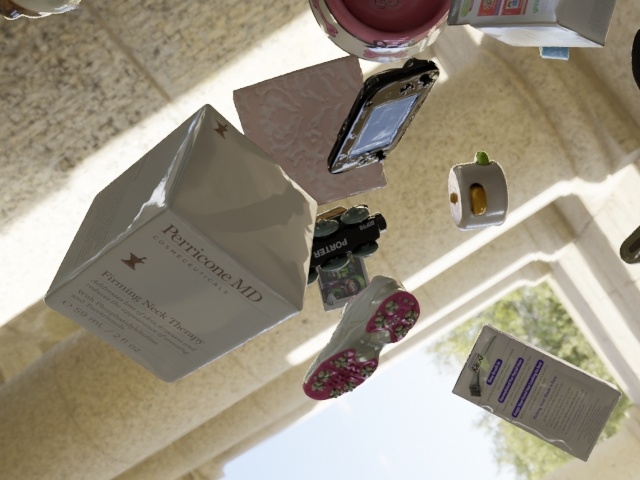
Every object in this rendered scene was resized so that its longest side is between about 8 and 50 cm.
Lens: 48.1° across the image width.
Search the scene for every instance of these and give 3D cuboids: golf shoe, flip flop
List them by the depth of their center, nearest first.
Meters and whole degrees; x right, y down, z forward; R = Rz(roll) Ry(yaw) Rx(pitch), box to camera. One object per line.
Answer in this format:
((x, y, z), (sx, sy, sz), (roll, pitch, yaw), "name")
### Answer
((0.073, 0.199, 1.476), (0.115, 0.306, 0.140), (37, -167, -31), "golf shoe")
((0.856, -0.048, 1.849), (0.080, 0.277, 0.112), (16, -138, -17), "flip flop")

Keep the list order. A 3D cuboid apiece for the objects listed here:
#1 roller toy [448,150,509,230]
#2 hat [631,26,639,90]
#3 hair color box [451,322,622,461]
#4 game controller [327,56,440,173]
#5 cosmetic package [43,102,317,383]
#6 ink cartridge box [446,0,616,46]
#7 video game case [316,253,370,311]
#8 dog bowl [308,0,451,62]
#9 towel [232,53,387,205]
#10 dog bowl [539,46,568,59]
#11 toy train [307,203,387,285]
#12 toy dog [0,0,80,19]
((0.436, -0.124, 2.018), (0.191, 0.146, 0.209), (83, 180, -52), "roller toy")
((0.913, -0.466, 1.818), (0.331, 0.331, 0.134), (56, 178, -6), "hat")
((0.505, 0.353, 1.703), (0.338, 0.185, 0.110), (26, -175, 12), "hair color box")
((0.112, -0.228, 1.378), (0.067, 0.166, 0.319), (54, 154, 13), "game controller")
((-0.265, 0.015, 1.437), (0.329, 0.393, 0.327), (41, -145, -27), "cosmetic package")
((0.381, -0.501, 1.227), (0.130, 0.310, 0.271), (10, -171, -34), "ink cartridge box")
((0.061, 0.098, 2.095), (0.022, 0.173, 0.191), (-5, -100, -55), "video game case")
((0.171, -0.668, 1.822), (0.408, 0.408, 0.150), (56, 178, -8), "dog bowl")
((-0.021, -0.247, 1.733), (0.053, 0.316, 0.332), (-124, 18, -72), "towel")
((0.665, -0.618, 2.061), (0.297, 0.074, 0.166), (-68, -28, -57), "dog bowl")
((0.000, 0.000, 1.822), (0.190, 0.333, 0.142), (34, 146, 63), "toy train")
((-0.625, -0.628, 1.456), (0.395, 0.285, 0.408), (17, 153, 12), "toy dog")
